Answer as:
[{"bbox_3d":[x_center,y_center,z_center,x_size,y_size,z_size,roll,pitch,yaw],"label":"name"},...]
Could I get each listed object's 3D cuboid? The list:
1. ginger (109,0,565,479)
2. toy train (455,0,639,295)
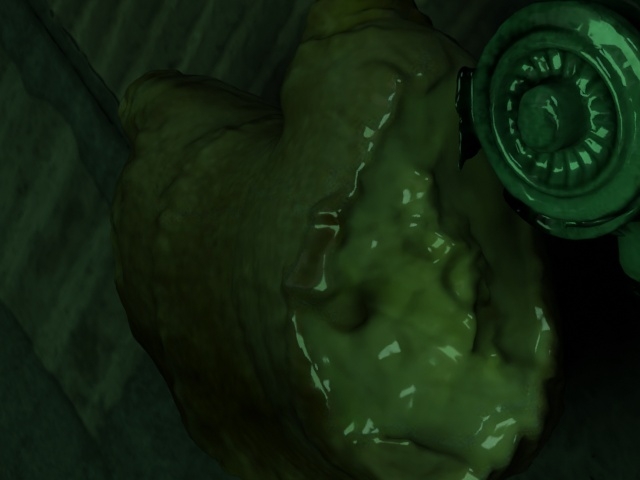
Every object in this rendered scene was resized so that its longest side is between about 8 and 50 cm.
[{"bbox_3d":[0.000,0.000,0.557,0.275,0.130,0.221,40,143,42],"label":"ginger"},{"bbox_3d":[0.138,-0.122,0.396,0.202,0.120,0.301,6,108,43],"label":"toy train"}]
